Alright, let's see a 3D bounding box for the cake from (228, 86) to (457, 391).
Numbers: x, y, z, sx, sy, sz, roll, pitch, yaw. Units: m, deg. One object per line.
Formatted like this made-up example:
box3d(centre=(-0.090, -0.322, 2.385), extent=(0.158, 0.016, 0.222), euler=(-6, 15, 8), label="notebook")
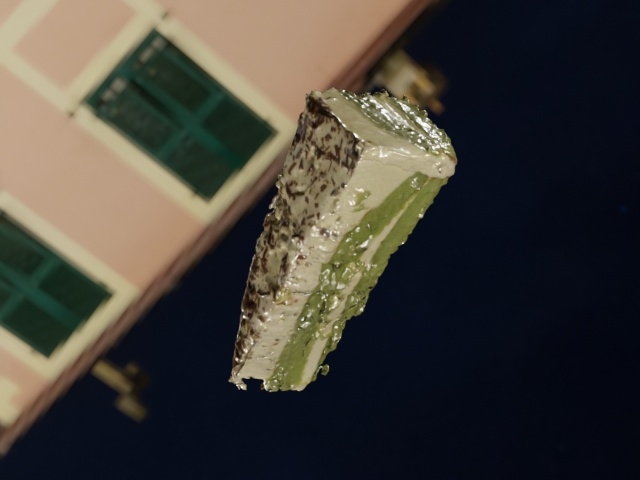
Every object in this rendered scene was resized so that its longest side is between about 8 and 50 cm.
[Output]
box3d(centre=(0.000, 0.000, 0.668), extent=(0.140, 0.051, 0.055), euler=(-59, -139, 35), label="cake")
